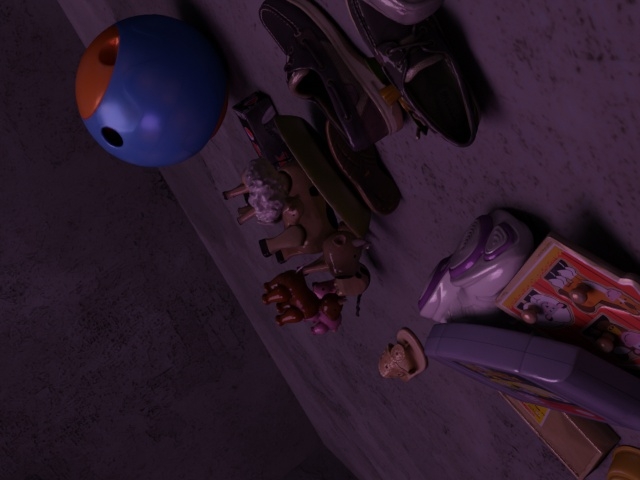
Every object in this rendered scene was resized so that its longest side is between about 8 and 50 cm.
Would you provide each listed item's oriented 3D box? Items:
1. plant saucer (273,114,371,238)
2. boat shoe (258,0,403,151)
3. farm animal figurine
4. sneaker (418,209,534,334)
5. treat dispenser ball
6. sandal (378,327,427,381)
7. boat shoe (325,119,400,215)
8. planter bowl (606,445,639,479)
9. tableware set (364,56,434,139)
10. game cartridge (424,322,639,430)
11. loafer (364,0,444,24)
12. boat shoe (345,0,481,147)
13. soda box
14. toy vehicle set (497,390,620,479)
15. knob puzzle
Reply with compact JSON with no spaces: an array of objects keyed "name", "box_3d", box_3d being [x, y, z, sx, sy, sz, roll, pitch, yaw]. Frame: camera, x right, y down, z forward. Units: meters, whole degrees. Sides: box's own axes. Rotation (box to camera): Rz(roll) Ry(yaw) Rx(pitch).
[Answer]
[{"name":"plant saucer","box_3d":[0.012,-0.110,1.478,0.241,0.037,0.241,52,-172,-10]},{"name":"boat shoe","box_3d":[-0.005,-0.233,1.266,0.285,0.092,0.103,49,165,21]},{"name":"farm animal figurine","box_3d":[0.000,0.000,1.601,0.326,0.172,0.330,67,-166,-1]},{"name":"sneaker","box_3d":[0.232,0.056,1.204,0.152,0.114,0.305,30,161,2]},{"name":"treat dispenser ball","box_3d":[-0.319,-0.285,1.775,0.288,0.288,0.288,50,165,18]},{"name":"sandal","box_3d":[0.157,0.258,1.909,0.088,0.079,0.240,50,165,17]},{"name":"boat shoe","box_3d":[0.054,-0.115,1.409,0.178,0.064,0.060,57,164,-22]},{"name":"planter bowl","box_3d":[0.446,0.391,1.252,0.217,0.090,0.217,49,165,18]},{"name":"tableware set","box_3d":[0.094,-0.167,1.099,0.104,0.024,0.154,58,-165,11]},{"name":"game cartridge","box_3d":[0.264,0.163,1.159,0.196,0.060,0.294,31,167,-22]},{"name":"loafer","box_3d":[0.022,-0.326,0.939,0.319,0.112,0.111,58,167,25]},{"name":"boat shoe","box_3d":[0.106,-0.194,0.990,0.223,0.080,0.073,53,-170,-20]},{"name":"soda box","box_3d":[-0.096,-0.190,1.734,0.053,0.060,0.169,37,158,55]},{"name":"toy vehicle set","box_3d":[0.321,0.228,1.388,0.267,0.035,0.166,49,165,23]},{"name":"knob puzzle","box_3d":[0.299,0.090,1.022,0.213,0.030,0.213,26,148,17]}]
